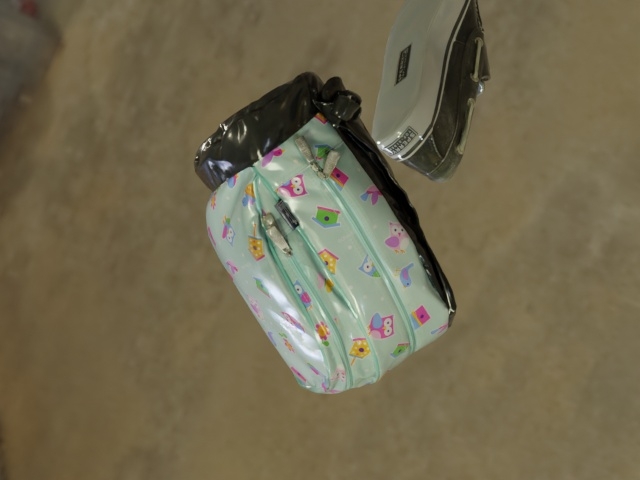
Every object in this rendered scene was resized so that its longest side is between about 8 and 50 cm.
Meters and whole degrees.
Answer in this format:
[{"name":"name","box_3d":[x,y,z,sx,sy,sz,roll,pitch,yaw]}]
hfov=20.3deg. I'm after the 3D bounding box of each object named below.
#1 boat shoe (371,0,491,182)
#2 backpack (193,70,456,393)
[{"name":"boat shoe","box_3d":[0.095,-0.137,1.421,0.078,0.070,0.219,-31,33,45]},{"name":"backpack","box_3d":[0.000,0.000,1.091,0.115,0.182,0.152,-32,2,-8]}]
